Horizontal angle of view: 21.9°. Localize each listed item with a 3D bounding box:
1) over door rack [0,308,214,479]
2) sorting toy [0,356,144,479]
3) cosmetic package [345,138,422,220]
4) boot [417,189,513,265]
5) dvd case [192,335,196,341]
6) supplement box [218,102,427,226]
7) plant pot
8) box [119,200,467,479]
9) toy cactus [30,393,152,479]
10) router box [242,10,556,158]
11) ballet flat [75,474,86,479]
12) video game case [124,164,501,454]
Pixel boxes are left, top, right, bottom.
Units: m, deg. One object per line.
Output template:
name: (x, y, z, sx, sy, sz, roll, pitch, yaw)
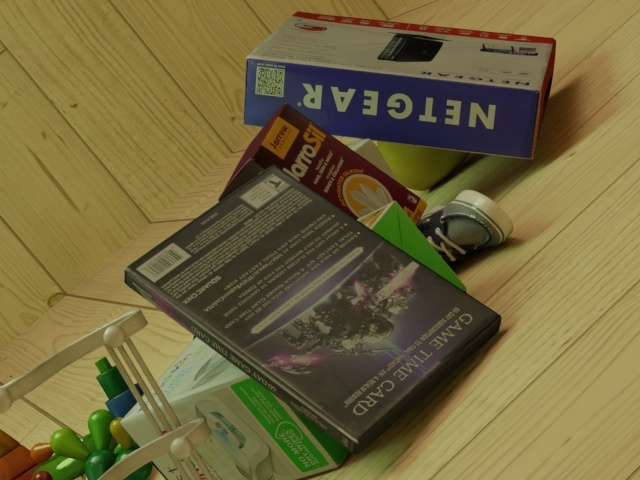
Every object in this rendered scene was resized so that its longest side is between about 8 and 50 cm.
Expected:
over door rack: (-0.234, 0.231, 1.409, 0.324, 0.239, 0.108, -26, 7, 21)
sorting toy: (-0.310, 0.214, 1.867, 0.365, 0.126, 0.127, -29, 3, 43)
cosmetic package: (0.000, 0.000, 1.859, 0.183, 0.151, 0.151, -37, 10, -18)
boot: (0.132, 0.006, 1.699, 0.086, 0.069, 0.190, -49, 5, -14)
dvd case: (-0.120, 0.127, 1.767, 0.164, 0.018, 0.221, 133, 152, -62)
supplement box: (0.003, -0.040, 1.711, 0.081, 0.188, 0.104, -47, 11, 44)
plant pot: (0.125, -0.120, 2.096, 0.134, 0.134, 0.095, -69, 3, -69)
box: (-0.023, 0.114, 1.587, 0.231, 0.127, 0.262, -24, 19, 48)
toy cactus: (-0.214, 0.256, 1.665, 0.219, 0.112, 0.180, -30, 47, 25)
router box: (0.103, -0.191, 1.961, 0.335, 0.082, 0.301, 7, 19, 8)
ballet flat: (-0.310, 0.310, 1.980, 0.114, 0.041, 0.041, -46, 13, -33)
video game case: (-0.008, 0.052, 1.452, 0.196, 0.274, 0.026, -37, -31, -34)
